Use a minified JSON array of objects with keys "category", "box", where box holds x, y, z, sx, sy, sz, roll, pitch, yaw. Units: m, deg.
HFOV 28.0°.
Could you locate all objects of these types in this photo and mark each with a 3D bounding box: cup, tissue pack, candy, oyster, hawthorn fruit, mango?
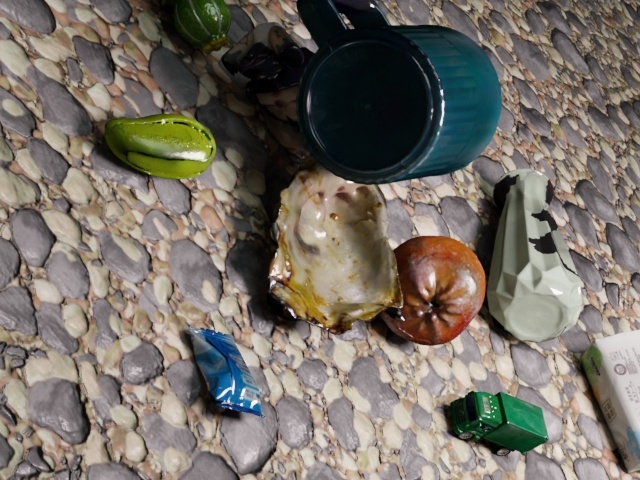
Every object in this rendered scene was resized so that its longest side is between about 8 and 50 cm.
[{"category":"cup","box":[0.115,-0.234,1.914,0.292,0.242,0.307,-21,109,-66]},{"category":"tissue pack","box":[0.574,0.292,2.298,0.159,0.145,0.229,-9,61,-18]},{"category":"candy","box":[-0.119,0.163,1.626,0.088,0.038,0.136,19,36,-45]},{"category":"oyster","box":[-0.003,-0.010,1.885,0.221,0.096,0.361,20,44,-33]},{"category":"hawthorn fruit","box":[0.167,0.070,1.958,0.173,0.173,0.172,32,38,-29]},{"category":"mango","box":[-0.221,-0.130,1.748,0.165,0.074,0.091,9,58,-32]}]

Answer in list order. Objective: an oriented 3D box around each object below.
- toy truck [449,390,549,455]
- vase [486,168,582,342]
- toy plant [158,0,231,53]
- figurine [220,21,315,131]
[{"category":"toy truck","box":[0.269,0.279,1.960,0.147,0.079,0.065,24,43,-34]},{"category":"vase","box":[0.372,0.020,2.278,0.165,0.165,0.360,38,31,-22]},{"category":"toy plant","box":[-0.197,-0.365,1.982,0.093,0.093,0.162,-19,78,-56]},{"category":"figurine","box":[-0.050,-0.256,2.026,0.222,0.145,0.145,46,26,-51]}]
